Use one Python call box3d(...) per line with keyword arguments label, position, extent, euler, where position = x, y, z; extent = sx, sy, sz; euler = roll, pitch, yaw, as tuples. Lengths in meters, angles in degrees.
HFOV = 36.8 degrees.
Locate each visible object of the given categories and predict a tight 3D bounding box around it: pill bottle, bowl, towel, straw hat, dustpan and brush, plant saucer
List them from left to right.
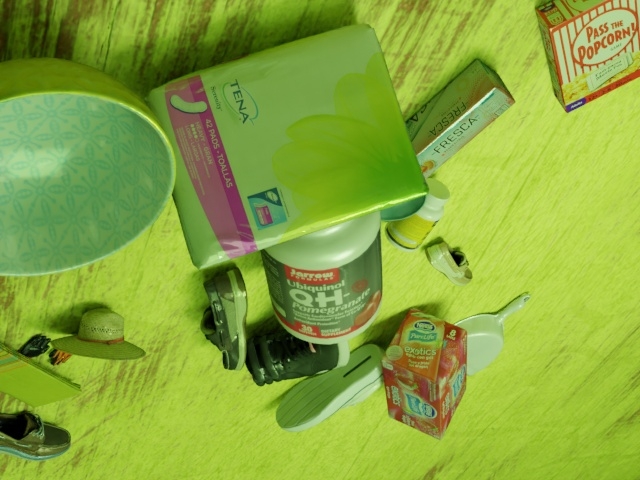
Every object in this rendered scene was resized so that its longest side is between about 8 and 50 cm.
box3d(label="towel", position=(-0.485, 0.210, 1.518), extent=(0.102, 0.021, 0.237), euler=(-16, 148, 15))
box3d(label="bowl", position=(-0.318, -0.107, 1.075), extent=(0.290, 0.156, 0.289), euler=(-14, 144, -11))
box3d(label="straw hat", position=(-0.334, 0.136, 1.467), extent=(0.144, 0.144, 0.061), euler=(6, 96, -35))
box3d(label="pill bottle", position=(0.000, 0.000, 1.379), extent=(0.176, 0.176, 0.318), euler=(-18, 145, -7))
box3d(label="plant saucer", position=(0.100, -0.075, 1.444), extent=(0.119, 0.021, 0.119), euler=(4, 143, 3))
box3d(label="pill bottle", position=(0.154, -0.041, 1.507), extent=(0.065, 0.065, 0.116), euler=(2, 138, -32))
box3d(label="dustpan and brush", position=(0.337, 0.178, 1.922), extent=(0.211, 0.060, 0.147), euler=(-34, 132, 27))

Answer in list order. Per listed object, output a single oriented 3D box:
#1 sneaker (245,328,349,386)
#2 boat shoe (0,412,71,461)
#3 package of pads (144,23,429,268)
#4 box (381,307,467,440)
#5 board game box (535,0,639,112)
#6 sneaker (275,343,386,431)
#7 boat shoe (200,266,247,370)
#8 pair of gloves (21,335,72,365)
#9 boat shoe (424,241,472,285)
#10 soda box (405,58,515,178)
box3d(label="sneaker", position=(-0.047, 0.184, 1.611), extent=(0.147, 0.104, 0.296), euler=(-12, 165, -17))
box3d(label="boat shoe", position=(-0.502, 0.330, 1.634), extent=(0.183, 0.066, 0.066), euler=(12, 131, -40))
box3d(label="package of pads", position=(-0.044, -0.117, 1.163), extent=(0.297, 0.229, 0.101), euler=(-18, 180, -6))
box3d(label="box", position=(0.203, 0.260, 1.845), extent=(0.128, 0.123, 0.257), euler=(-58, 156, -28))
box3d(label="board game box", position=(0.387, -0.279, 1.338), extent=(0.147, 0.045, 0.193), euler=(-27, 145, 6))
box3d(label="sneaker", position=(0.035, 0.301, 1.870), extent=(0.258, 0.094, 0.091), euler=(-33, 140, 13))
box3d(label="boat shoe", position=(-0.159, 0.132, 1.558), extent=(0.073, 0.080, 0.223), euler=(-7, 137, -13))
box3d(label="pair of gloves", position=(-0.428, 0.173, 1.516), extent=(0.083, 0.010, 0.074), euler=(16, 131, -39))
box3d(label="boat shoe", position=(0.234, 0.041, 1.674), extent=(0.045, 0.050, 0.135), euler=(-33, 144, 23))
box3d(label="soda box", position=(0.181, -0.167, 1.356), extent=(0.183, 0.063, 0.058), euler=(-41, 141, 23))
